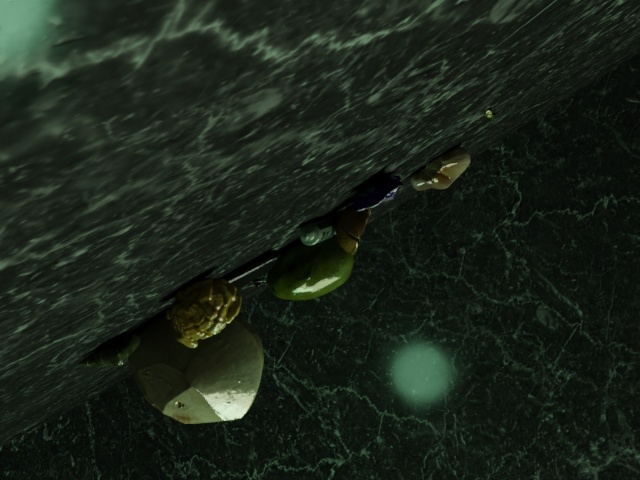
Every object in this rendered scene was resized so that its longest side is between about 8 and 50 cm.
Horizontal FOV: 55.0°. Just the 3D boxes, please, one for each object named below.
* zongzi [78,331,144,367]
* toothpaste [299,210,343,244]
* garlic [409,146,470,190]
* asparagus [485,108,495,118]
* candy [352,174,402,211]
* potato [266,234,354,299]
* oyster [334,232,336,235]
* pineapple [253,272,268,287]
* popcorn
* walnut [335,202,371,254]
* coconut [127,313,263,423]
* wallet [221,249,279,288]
[{"bbox_3d":[-0.551,0.282,1.636,0.131,0.062,0.154,-12,-161,18],"label":"zongzi"},{"bbox_3d":[0.010,-0.032,1.828,0.098,0.061,0.392,-60,169,14],"label":"toothpaste"},{"bbox_3d":[0.452,-0.253,2.237,0.217,0.110,0.228,-38,174,28],"label":"garlic"},{"bbox_3d":[0.479,-0.356,1.734,0.025,0.021,0.108,-34,176,20],"label":"asparagus"},{"bbox_3d":[0.160,-0.132,1.689,0.145,0.070,0.275,-25,-173,11],"label":"candy"},{"bbox_3d":[-0.029,0.092,2.050,0.304,0.215,0.216,-31,176,-22],"label":"potato"},{"bbox_3d":[0.000,0.000,2.198,0.177,0.064,0.125,-37,170,35],"label":"oyster"},{"bbox_3d":[-0.162,0.121,2.281,0.198,0.108,0.108,-19,174,-9],"label":"pineapple"},{"bbox_3d":[-0.290,0.165,1.479,0.163,0.140,0.194,-39,-169,-36],"label":"popcorn"},{"bbox_3d":[0.092,-0.049,1.835,0.211,0.087,0.167,-57,165,-71],"label":"walnut"},{"bbox_3d":[-0.358,0.364,1.805,0.416,0.344,0.415,-12,-179,0],"label":"coconut"},{"bbox_3d":[-0.230,0.103,1.819,0.250,0.044,0.149,-29,172,-26],"label":"wallet"}]
